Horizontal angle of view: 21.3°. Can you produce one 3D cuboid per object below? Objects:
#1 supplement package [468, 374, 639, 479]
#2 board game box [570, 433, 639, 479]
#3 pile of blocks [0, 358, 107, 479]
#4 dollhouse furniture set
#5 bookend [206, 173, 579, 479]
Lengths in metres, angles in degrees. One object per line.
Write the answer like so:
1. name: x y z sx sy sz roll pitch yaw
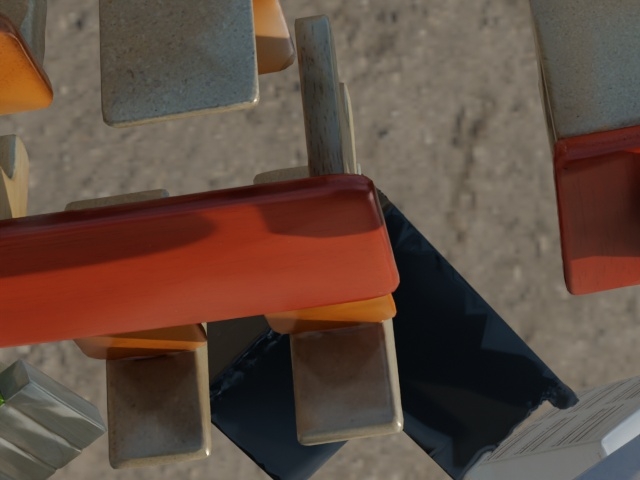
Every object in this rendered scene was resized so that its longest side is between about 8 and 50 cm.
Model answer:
1. supplement package: 0.269 0.230 1.449 0.149 0.203 0.194 -30 91 -31
2. board game box: 0.211 0.170 1.114 0.066 0.318 0.318 57 25 13
3. pile of blocks: -0.300 0.071 0.972 0.362 0.113 0.149 10 125 -41
4. dollhouse furniture set: 0.000 0.000 0.547 0.262 0.259 0.135 68 15 -62
5. bookend: 0.023 0.076 0.898 0.156 0.072 0.157 -45 112 2
